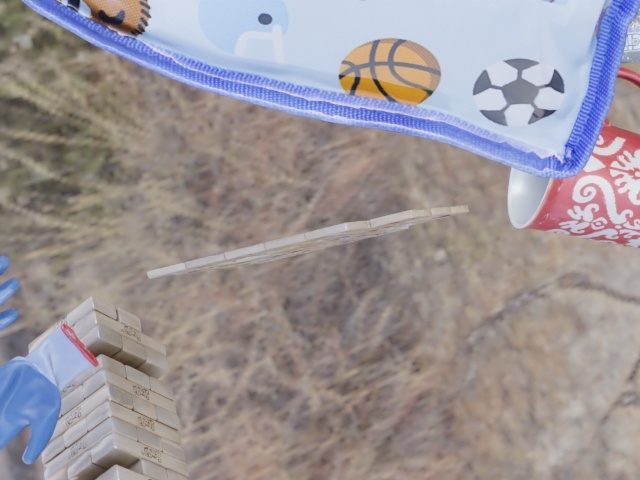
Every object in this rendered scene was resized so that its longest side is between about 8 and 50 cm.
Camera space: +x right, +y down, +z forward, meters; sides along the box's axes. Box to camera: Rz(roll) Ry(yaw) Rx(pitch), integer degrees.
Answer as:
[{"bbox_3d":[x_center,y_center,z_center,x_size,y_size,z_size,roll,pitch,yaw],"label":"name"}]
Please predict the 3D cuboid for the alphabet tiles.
[{"bbox_3d":[0.000,0.000,1.459,0.237,0.198,0.009,-13,87,28],"label":"alphabet tiles"}]

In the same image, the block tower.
[{"bbox_3d":[-0.172,0.209,1.428,0.097,0.091,0.335,-37,45,25],"label":"block tower"}]

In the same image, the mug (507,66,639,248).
[{"bbox_3d":[0.269,-0.059,1.463,0.113,0.169,0.150,-91,19,-49],"label":"mug"}]

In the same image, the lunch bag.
[{"bbox_3d":[-0.028,-0.235,0.901,0.385,0.328,0.239,11,120,-6],"label":"lunch bag"}]

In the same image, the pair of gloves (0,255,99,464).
[{"bbox_3d":[-0.280,0.099,1.366,0.198,0.159,0.023,48,-173,-23],"label":"pair of gloves"}]

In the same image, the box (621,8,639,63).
[{"bbox_3d":[0.257,-0.258,1.751,0.044,0.233,0.159,-159,62,-78],"label":"box"}]
